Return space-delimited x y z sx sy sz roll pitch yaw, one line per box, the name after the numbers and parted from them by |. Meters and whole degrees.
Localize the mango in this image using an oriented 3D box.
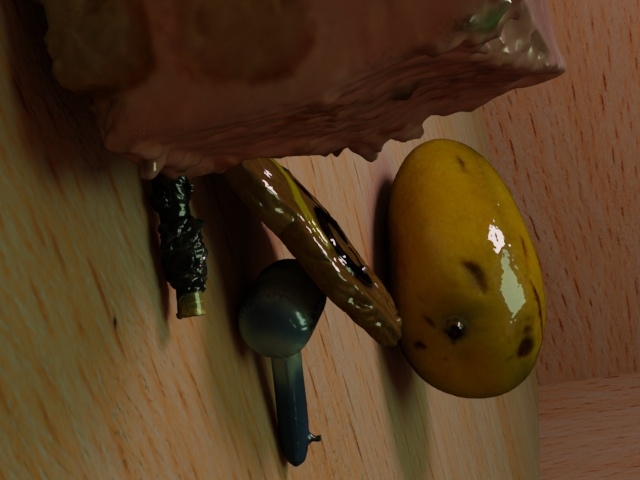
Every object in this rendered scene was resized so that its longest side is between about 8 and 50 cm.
0.208 0.025 1.757 0.445 0.220 0.301 -89 160 -47 | mango

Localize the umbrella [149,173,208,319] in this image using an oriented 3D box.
-0.108 -0.013 0.913 0.037 0.040 0.144 165 -85 -71 | umbrella

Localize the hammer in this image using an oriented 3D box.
-0.028 0.119 1.108 0.116 0.069 0.194 -64 150 -68 | hammer

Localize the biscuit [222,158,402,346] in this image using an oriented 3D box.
0.000 0.000 1.105 0.290 0.041 0.208 45 8 -43 | biscuit

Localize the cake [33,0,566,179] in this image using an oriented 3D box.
-0.012 -0.200 0.817 0.314 0.306 0.293 -7 81 -74 | cake
